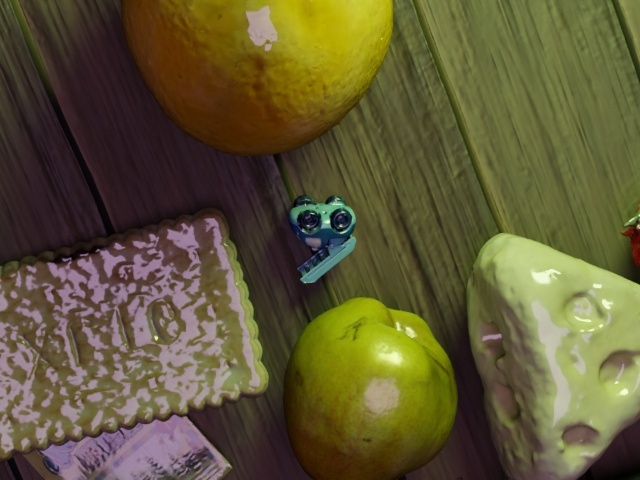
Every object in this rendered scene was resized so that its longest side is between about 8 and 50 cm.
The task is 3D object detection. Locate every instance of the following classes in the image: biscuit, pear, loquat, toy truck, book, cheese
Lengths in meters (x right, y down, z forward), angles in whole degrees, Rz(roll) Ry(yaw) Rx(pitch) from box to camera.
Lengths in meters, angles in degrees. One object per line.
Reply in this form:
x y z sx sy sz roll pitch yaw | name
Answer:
-0.232 0.101 1.580 0.324 0.044 0.217 -16 95 4 | biscuit
0.049 0.164 1.546 0.200 0.200 0.200 0 100 -3 | pear
-0.061 -0.213 1.448 0.274 0.275 0.275 0 100 -3 | loquat
0.000 0.000 1.584 0.073 0.056 0.090 1 112 -9 | toy truck
-0.220 0.238 1.632 0.168 0.013 0.192 -41 98 5 | book
0.241 0.116 1.537 0.248 0.173 0.251 43 83 -6 | cheese

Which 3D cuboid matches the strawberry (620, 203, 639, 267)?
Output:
0.437 0.009 1.583 0.174 0.098 0.228 -44 102 5 | strawberry

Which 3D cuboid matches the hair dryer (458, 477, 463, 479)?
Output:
0.105 0.320 1.653 0.150 0.047 0.071 -41 101 -6 | hair dryer

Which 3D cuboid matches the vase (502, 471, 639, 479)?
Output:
0.358 0.312 1.601 0.321 0.173 0.173 4 100 1 | vase
